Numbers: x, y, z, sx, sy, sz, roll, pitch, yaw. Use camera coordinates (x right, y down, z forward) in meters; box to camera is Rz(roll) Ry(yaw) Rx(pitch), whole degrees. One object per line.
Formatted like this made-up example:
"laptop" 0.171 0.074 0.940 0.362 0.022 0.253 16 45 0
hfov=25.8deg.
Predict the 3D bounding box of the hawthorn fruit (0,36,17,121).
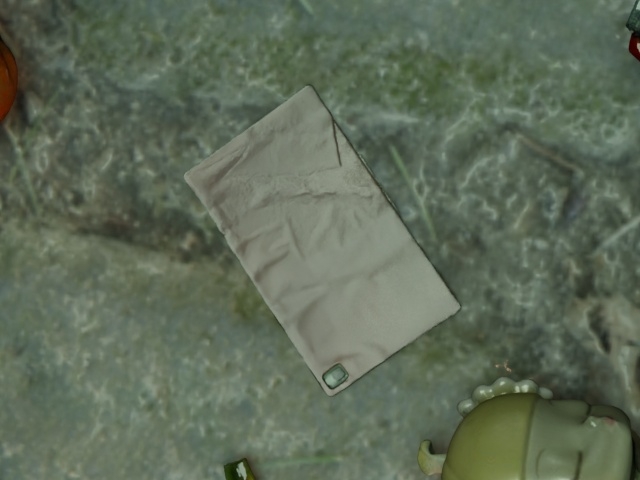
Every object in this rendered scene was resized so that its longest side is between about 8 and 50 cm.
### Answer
"hawthorn fruit" -0.270 -0.122 0.952 0.128 0.128 0.128 0 91 10

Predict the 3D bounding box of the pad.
"pad" 0.000 0.000 0.959 0.113 0.006 0.188 -35 84 10

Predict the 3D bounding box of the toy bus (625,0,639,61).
"toy bus" 0.257 -0.188 0.865 0.081 0.089 0.195 22 94 9

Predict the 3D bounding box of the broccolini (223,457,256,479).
"broccolini" -0.028 0.277 0.964 0.057 0.071 0.254 -23 78 51

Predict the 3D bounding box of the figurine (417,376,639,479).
"figurine" 0.248 0.169 0.850 0.394 0.227 0.275 -2 120 16
